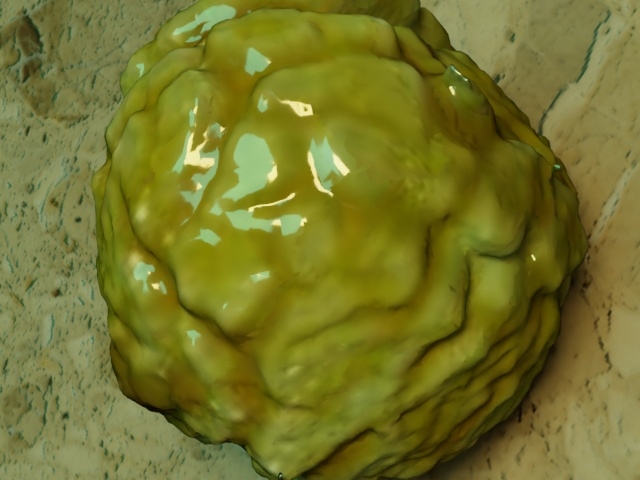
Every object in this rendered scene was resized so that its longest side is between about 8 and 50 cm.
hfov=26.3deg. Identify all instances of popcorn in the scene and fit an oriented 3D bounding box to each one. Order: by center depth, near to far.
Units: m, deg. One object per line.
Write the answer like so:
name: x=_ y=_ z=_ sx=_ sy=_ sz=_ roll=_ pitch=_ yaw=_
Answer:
popcorn: x=0.002 y=-0.007 z=0.725 sx=0.247 sy=0.282 sz=0.282 roll=-30 pitch=56 yaw=12
